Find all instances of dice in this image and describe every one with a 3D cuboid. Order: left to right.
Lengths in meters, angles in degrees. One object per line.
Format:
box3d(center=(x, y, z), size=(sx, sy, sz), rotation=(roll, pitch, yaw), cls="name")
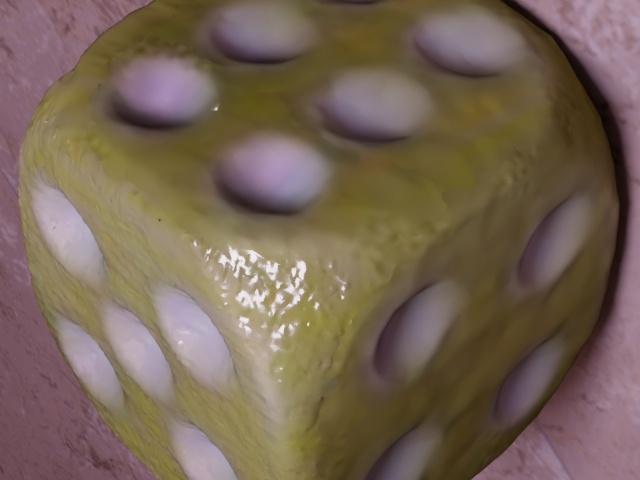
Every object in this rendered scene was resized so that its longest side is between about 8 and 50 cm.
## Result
box3d(center=(0.000, 0.000, 0.975), size=(0.227, 0.238, 0.233), rotation=(36, 147, 31), cls="dice")
